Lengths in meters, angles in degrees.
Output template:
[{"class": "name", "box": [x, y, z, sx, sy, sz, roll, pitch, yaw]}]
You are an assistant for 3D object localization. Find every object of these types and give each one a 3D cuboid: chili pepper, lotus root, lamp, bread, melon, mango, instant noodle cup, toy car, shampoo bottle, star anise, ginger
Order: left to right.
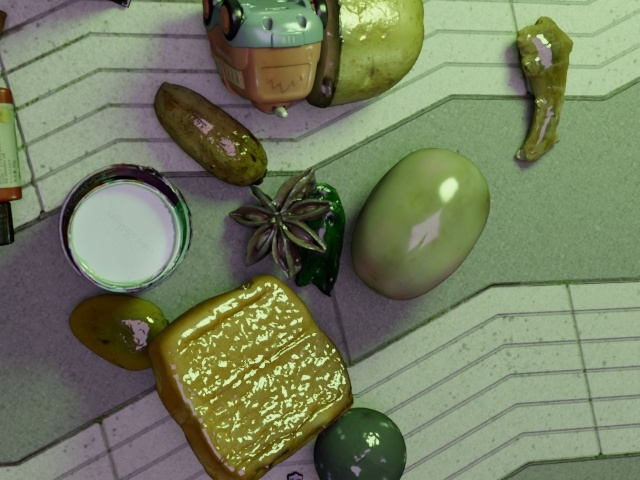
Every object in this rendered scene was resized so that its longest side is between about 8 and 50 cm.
[{"class": "shampoo bottle", "box": [-0.587, -0.127, 1.559, 0.104, 0.104, 0.278, -5, 96, -12]}, {"class": "mango", "box": [-0.371, 0.169, 1.638, 0.195, 0.098, 0.137, 12, 96, -9]}, {"class": "instant noodle cup", "box": [-0.347, -0.015, 1.578, 0.251, 0.190, 0.251, -1, 95, -13]}, {"class": "lotus root", "box": [-0.205, -0.193, 1.645, 0.258, 0.097, 0.110, 38, 89, -9]}, {"class": "bread", "box": [-0.136, 0.254, 1.635, 0.337, 0.148, 0.328, -34, 87, -33]}, {"class": "toy car", "box": [-0.103, -0.343, 1.584, 0.180, 0.270, 0.213, -9, 118, -20]}, {"class": "star anise", "box": [-0.067, -0.023, 1.667, 0.212, 0.073, 0.197, -12, 82, 21]}, {"class": "chili pepper", "box": [0.000, 0.000, 1.724, 0.098, 0.061, 0.224, -1, 94, -13]}, {"class": "lamp", "box": [0.054, 0.478, 1.727, 0.181, 0.182, 0.314, 17, 102, -13]}, {"class": "melon", "box": [0.192, -0.034, 1.681, 0.223, 0.223, 0.317, 36, 82, -13]}, {"class": "ginger", "box": [0.446, -0.305, 1.787, 0.131, 0.086, 0.295, -2, 101, -34]}]

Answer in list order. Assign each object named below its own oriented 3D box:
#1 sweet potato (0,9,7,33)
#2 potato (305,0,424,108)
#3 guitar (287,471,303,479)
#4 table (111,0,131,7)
[{"class": "sweet potato", "box": [-0.694, -0.370, 1.522, 0.291, 0.097, 0.097, -3, 96, -11]}, {"class": "potato", "box": [0.083, -0.390, 1.635, 0.242, 0.242, 0.286, -3, 80, -12]}, {"class": "guitar", "box": [-0.057, 0.603, 1.774, 0.083, 0.038, 0.271, 3, 94, -14]}, {"class": "table", "box": [-0.374, -0.565, 1.476, 0.196, 0.282, 0.251, 21, 90, -13]}]
